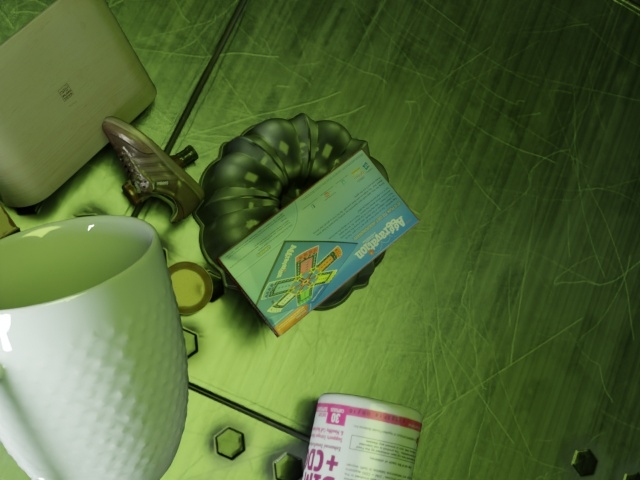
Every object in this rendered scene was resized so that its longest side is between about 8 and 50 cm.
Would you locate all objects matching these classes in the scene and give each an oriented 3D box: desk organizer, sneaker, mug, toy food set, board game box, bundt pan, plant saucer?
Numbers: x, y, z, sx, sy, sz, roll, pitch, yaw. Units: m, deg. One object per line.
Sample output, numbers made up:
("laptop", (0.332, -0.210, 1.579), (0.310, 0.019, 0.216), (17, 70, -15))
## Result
("desk organizer", (-0.506, 0.002, 1.318), (0.130, 0.047, 0.050), (-35, 87, -19))
("sneaker", (-0.260, -0.104, 1.349), (0.188, 0.066, 0.071), (41, 75, -14))
("mug", (-0.334, 0.189, 1.159), (0.374, 0.276, 0.328), (-43, 130, -52))
("toy food set", (-0.396, -0.223, 1.318), (0.306, 0.092, 0.219), (-50, 136, -25))
("board game box", (0.000, 0.000, 1.336), (0.281, 0.027, 0.145), (-38, 89, -19))
("bundt pan", (-0.026, -0.052, 1.420), (0.331, 0.124, 0.330), (3, 78, -15))
("plant saucer", (-0.209, 0.074, 1.399), (0.083, 0.015, 0.083), (3, 78, -15))

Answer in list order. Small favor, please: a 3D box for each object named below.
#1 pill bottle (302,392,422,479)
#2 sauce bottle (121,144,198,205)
("pill bottle", (0.049, 0.377, 1.329), (0.160, 0.160, 0.283), (15, 75, -12))
("sauce bottle", (-0.248, -0.104, 1.413), (0.128, 0.042, 0.042), (-35, 89, -20))
